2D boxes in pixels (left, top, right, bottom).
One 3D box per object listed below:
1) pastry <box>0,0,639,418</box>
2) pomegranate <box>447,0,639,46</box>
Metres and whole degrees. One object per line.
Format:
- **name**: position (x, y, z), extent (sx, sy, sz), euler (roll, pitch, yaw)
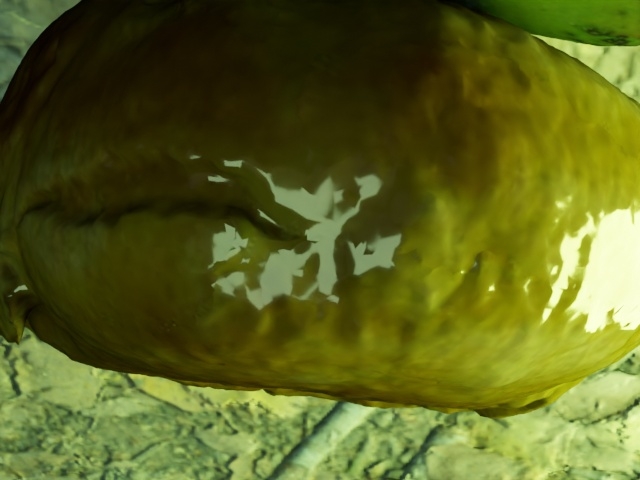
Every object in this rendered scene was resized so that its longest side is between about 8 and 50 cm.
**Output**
- **pastry**: position (0.000, 0.000, 0.513), extent (0.356, 0.163, 0.356), euler (10, 166, 2)
- **pomegranate**: position (0.110, -0.215, 0.408), extent (0.204, 0.222, 0.276), euler (9, 94, 11)
